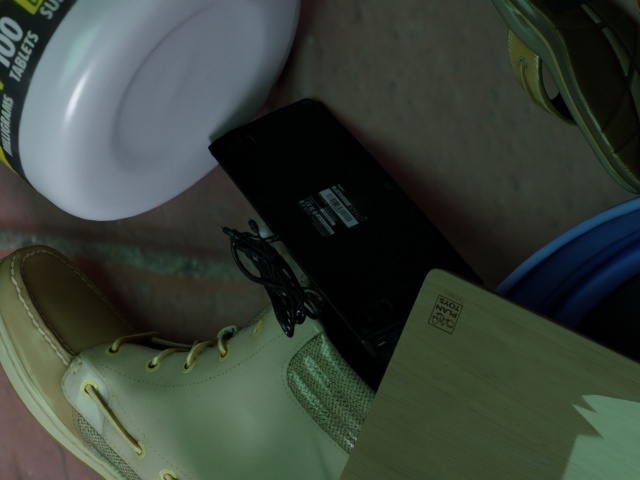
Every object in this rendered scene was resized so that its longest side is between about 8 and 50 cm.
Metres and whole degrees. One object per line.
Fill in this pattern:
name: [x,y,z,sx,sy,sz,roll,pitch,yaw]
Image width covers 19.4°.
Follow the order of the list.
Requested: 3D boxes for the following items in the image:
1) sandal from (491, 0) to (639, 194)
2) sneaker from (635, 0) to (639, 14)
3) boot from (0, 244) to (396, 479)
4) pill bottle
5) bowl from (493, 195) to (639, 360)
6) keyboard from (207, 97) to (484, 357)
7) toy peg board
sandal: [0.118,-0.095,0.933,0.180,0.072,0.049,55,138,16]
sneaker: [0.189,-0.110,0.895,0.067,0.064,0.175,-37,72,55]
boot: [-0.064,0.064,1.064,0.262,0.095,0.203,52,122,14]
pill bottle: [-0.188,-0.175,1.050,0.334,0.188,0.188,38,117,23]
bowl: [0.223,0.161,0.892,0.391,0.077,0.391,7,103,35]
keyboard: [0.000,0.000,0.988,0.192,0.100,0.038,51,158,45]
toy peg board: [0.103,0.119,0.890,0.161,0.079,0.161,26,97,29]
